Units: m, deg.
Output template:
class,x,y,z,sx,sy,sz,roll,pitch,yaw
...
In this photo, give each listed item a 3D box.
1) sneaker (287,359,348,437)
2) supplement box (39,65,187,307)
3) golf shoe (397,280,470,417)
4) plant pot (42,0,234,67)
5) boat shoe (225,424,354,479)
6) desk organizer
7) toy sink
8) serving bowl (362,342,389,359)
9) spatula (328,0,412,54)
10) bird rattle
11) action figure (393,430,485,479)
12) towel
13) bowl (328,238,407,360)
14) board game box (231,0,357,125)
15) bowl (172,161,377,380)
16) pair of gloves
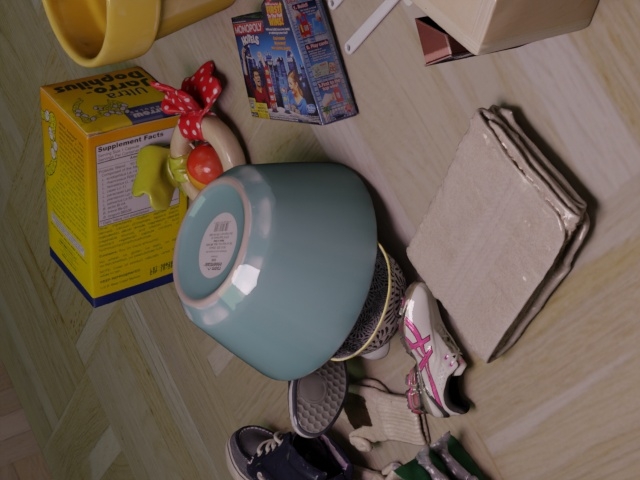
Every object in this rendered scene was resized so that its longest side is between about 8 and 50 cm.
class,x,y,z,sx,sy,sz,roll,pitch,yaw
sneaker,-0.025,0.204,1.621,0.163,0.086,0.226,130,153,-52
supplement box,-0.363,-0.096,1.954,0.195,0.194,0.357,41,137,40
golf shoe,0.150,0.138,1.411,0.086,0.067,0.186,2,112,32
plant pot,-0.254,-0.395,1.582,0.254,0.239,0.254,33,132,45
boat shoe,-0.047,0.346,1.757,0.340,0.127,0.158,32,127,50
desk organizer,0.163,-0.217,1.128,0.047,0.130,0.050,-9,96,59
toy sink,0.153,-0.309,1.076,0.234,0.152,0.131,50,143,33
serving bowl,0.062,0.133,1.568,0.083,0.027,0.083,32,130,47
spatula,0.057,-0.335,1.339,0.242,0.019,0.168,-39,74,57
bird rattle,-0.187,-0.146,1.767,0.207,0.143,0.253,45,128,18
action figure,0.210,0.351,1.389,0.232,0.137,0.063,50,131,17
towel,0.198,-0.004,1.268,0.187,0.049,0.282,56,147,25
bowl,0.064,0.084,1.464,0.170,0.080,0.170,-28,53,45
board game box,-0.043,-0.261,1.489,0.194,0.060,0.194,16,121,56
bowl,-0.085,0.020,1.483,0.311,0.163,0.312,-28,53,45
pair of gloves,0.090,0.321,1.611,0.204,0.042,0.240,13,118,54
